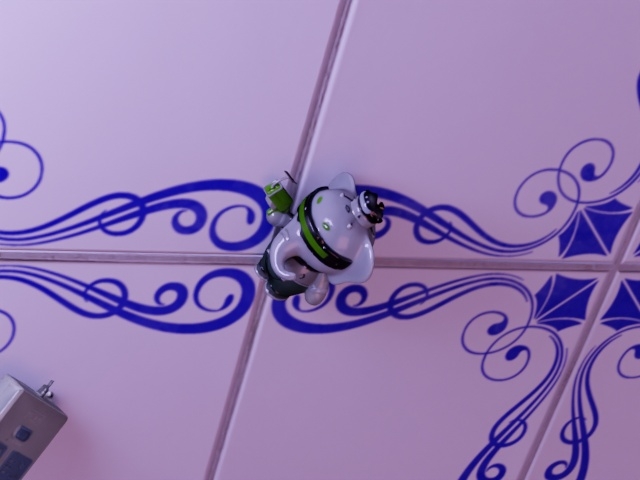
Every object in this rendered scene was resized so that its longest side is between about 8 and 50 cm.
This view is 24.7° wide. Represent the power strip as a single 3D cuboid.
[{"bbox_3d":[-0.434,0.310,1.732,0.367,0.043,0.106,-53,144,-6],"label":"power strip"}]

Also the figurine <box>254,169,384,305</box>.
[{"bbox_3d":[0.000,0.000,1.707,0.192,0.147,0.126,-37,153,32],"label":"figurine"}]
